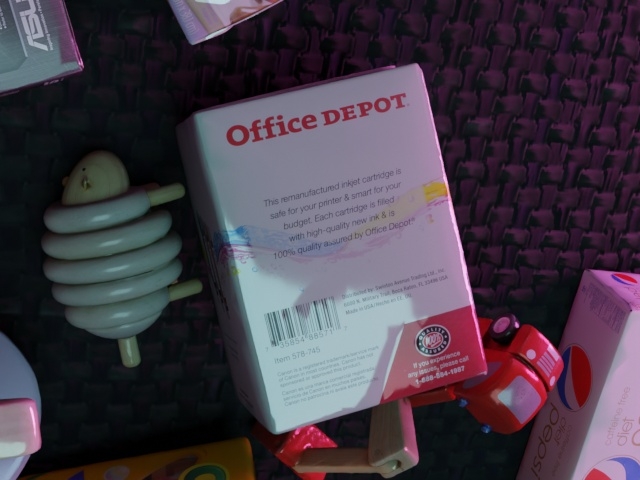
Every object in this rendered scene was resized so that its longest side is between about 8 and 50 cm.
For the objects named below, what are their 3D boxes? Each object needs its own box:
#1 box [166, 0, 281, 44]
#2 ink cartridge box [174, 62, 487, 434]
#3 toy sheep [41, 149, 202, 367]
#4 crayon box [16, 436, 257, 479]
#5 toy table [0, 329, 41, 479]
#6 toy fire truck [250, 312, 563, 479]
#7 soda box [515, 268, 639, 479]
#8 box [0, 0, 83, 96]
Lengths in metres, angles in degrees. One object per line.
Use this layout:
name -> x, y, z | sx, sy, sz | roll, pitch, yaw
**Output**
box -> -0.110, -0.255, 0.554 | 0.063, 0.067, 0.324 | -27, 120, -3
ink cartridge box -> 0.000, 0.000, 0.645 | 0.128, 0.127, 0.176 | -13, 96, -12
toy sheep -> -0.121, 0.012, 0.666 | 0.091, 0.091, 0.132 | -13, 99, -12
crayon box -> -0.136, 0.224, 0.670 | 0.322, 0.203, 0.083 | -9, 117, -5
toy table -> -0.283, 0.111, 0.581 | 0.274, 0.161, 0.252 | -19, 92, -16
toy fire truck -> 0.052, 0.107, 0.736 | 0.047, 0.192, 0.135 | 47, 66, -31
soda box -> 0.212, 0.134, 0.839 | 0.073, 0.069, 0.216 | 5, 113, -20
box -> -0.231, -0.166, 0.523 | 0.183, 0.056, 0.231 | -18, 103, -13
